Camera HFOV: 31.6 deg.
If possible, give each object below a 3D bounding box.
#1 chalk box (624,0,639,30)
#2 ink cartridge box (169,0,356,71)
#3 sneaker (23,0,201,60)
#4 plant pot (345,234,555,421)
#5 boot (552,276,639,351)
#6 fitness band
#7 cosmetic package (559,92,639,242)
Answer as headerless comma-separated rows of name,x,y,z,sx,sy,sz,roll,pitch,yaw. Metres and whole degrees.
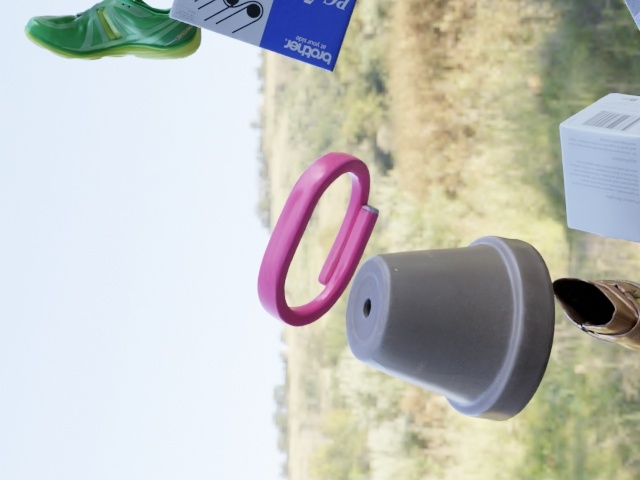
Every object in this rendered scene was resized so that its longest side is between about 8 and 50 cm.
chalk box,0.461,-0.225,1.161,0.289,0.179,0.180,-93,28,-51
ink cartridge box,-0.067,-0.281,1.348,0.046,0.207,0.097,-78,7,-74
sneaker,-0.350,-0.372,1.912,0.109,0.295,0.124,-110,19,-64
plant pot,0.165,0.113,1.588,0.263,0.229,0.263,-171,90,-70
boot,0.416,0.105,1.706,0.283,0.220,0.109,31,103,55
fitness band,0.000,0.000,1.810,0.209,0.054,0.291,13,-79,-58
cosmetic package,0.484,-0.114,1.769,0.151,0.151,0.184,-30,-58,-36
